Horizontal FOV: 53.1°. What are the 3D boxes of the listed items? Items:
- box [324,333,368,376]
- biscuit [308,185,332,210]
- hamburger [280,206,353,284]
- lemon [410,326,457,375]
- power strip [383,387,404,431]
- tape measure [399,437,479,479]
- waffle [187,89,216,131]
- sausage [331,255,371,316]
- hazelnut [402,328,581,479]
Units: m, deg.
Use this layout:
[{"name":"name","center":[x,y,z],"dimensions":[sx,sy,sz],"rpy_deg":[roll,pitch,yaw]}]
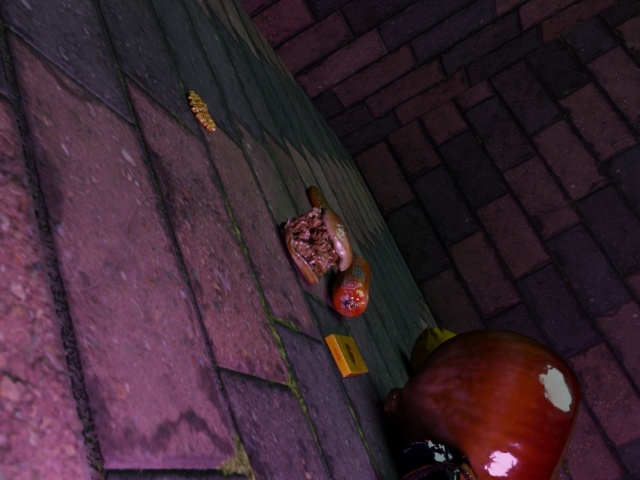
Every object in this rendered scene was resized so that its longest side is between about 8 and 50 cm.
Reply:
[{"name":"box","center":[0.056,0.238,1.323],"dimensions":[0.087,0.023,0.155],"rpy_deg":[67,12,17]},{"name":"biscuit","center":[0.014,-0.085,1.972],"dimensions":[0.188,0.027,0.188],"rpy_deg":[57,9,-15]},{"name":"hamburger","center":[0.000,0.000,1.389],"dimensions":[0.159,0.131,0.185],"rpy_deg":[57,6,-38]},{"name":"lemon","center":[0.387,0.393,2.007],"dimensions":[0.260,0.204,0.204],"rpy_deg":[66,11,5]},{"name":"power strip","center":[0.234,0.443,1.480],"dimensions":[0.305,0.044,0.064],"rpy_deg":[51,50,-26]},{"name":"tape measure","center":[0.221,0.469,1.094],"dimensions":[0.223,0.135,0.202],"rpy_deg":[49,26,-33]},{"name":"waffle","center":[-0.235,-0.256,1.257],"dimensions":[0.078,0.016,0.085],"rpy_deg":[44,19,-60]},{"name":"sausage","center":[0.076,0.114,1.557],"dimensions":[0.093,0.093,0.312],"rpy_deg":[60,10,-7]},{"name":"hazelnut","center":[0.353,0.389,1.353],"dimensions":[0.359,0.409,0.359],"rpy_deg":[28,-22,12]}]
